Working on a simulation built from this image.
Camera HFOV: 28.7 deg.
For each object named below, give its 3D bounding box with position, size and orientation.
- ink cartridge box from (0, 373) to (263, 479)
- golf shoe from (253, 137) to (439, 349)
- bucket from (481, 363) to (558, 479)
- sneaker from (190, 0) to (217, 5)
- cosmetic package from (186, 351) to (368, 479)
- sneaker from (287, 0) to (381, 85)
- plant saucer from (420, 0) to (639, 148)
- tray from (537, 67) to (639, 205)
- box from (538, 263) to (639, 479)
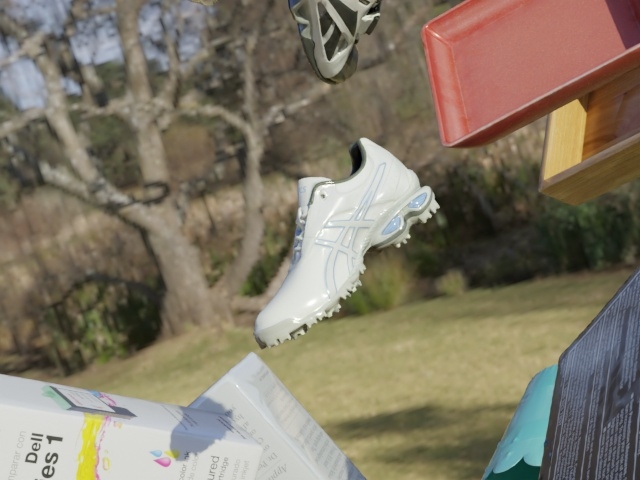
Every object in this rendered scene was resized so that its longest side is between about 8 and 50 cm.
[{"bbox_3d":[-0.218,0.243,1.122,0.278,0.201,0.117,14,3,-25],"label":"ink cartridge box"},{"bbox_3d":[0.000,0.000,0.894,0.176,0.086,0.069,-46,11,-25],"label":"golf shoe"},{"bbox_3d":[0.352,0.299,1.603,0.281,0.281,0.183,-17,34,46],"label":"bucket"},{"bbox_3d":[-0.142,-0.294,1.004,0.115,0.281,0.105,-1,-39,-29],"label":"sneaker"},{"bbox_3d":[-0.025,0.381,1.474,0.230,0.453,0.161,-41,-2,9],"label":"cosmetic package"},{"bbox_3d":[0.036,-0.308,1.591,0.146,0.122,0.330,-12,-24,7],"label":"sneaker"},{"bbox_3d":[0.246,-0.222,1.406,0.259,0.047,0.258,-28,36,20],"label":"plant saucer"},{"bbox_3d":[0.434,-0.200,1.577,0.076,0.202,0.411,20,-23,-21],"label":"tray"},{"bbox_3d":[0.287,0.143,0.856,0.294,0.183,0.296,115,176,-48],"label":"box"}]
